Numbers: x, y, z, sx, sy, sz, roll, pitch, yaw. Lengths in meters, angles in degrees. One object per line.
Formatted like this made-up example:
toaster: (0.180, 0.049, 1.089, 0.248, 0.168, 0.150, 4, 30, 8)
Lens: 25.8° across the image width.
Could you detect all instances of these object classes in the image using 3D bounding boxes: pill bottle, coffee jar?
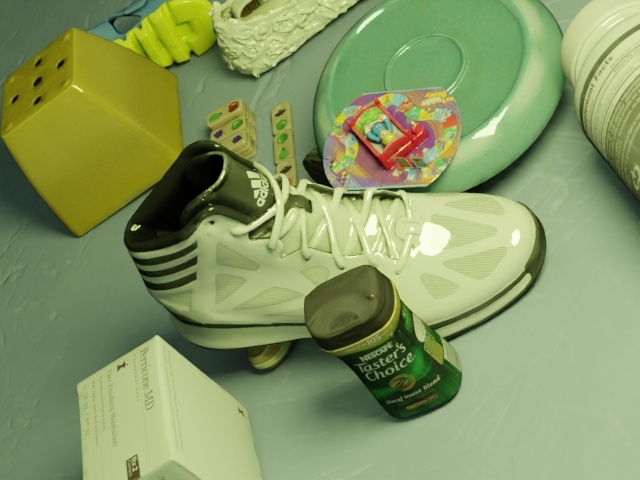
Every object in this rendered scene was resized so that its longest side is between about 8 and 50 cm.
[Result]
pill bottle: (0.362, -0.124, 1.393, 0.176, 0.176, 0.318, -36, 40, 9)
coffee jar: (0.064, 0.104, 1.433, 0.096, 0.184, 0.079, -26, 42, 21)

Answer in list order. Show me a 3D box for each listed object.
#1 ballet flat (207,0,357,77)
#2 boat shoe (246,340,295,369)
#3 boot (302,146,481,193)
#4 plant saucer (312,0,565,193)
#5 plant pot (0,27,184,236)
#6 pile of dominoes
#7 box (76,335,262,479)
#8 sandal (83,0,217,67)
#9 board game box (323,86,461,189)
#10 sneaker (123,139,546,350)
ballet flat: (0.013, -0.391, 1.961, 0.409, 0.147, 0.147, -40, 39, 3)
boat shoe: (-0.059, 0.061, 1.663, 0.068, 0.072, 0.190, -11, 49, 33)
boot: (0.111, -0.126, 1.691, 0.247, 0.083, 0.161, 3, 55, 32)
plant saucer: (0.128, -0.191, 1.631, 0.318, 0.043, 0.317, -14, 55, 21)
plant pot: (-0.340, -0.175, 2.007, 0.212, 0.187, 0.212, -33, 39, 20)
pile of dominoes: (-0.125, -0.085, 1.875, 0.196, 0.040, 0.251, -26, 42, 20)
box: (-0.160, 0.235, 1.508, 0.119, 0.182, 0.181, -32, 40, 15)
sandal: (-0.309, -0.297, 2.151, 0.317, 0.126, 0.138, -24, 37, -1)
board game box: (0.074, -0.123, 1.568, 0.169, 0.033, 0.133, -1, 61, 27)
sneaker: (0.000, 0.001, 1.473, 0.448, 0.257, 0.169, -9, 60, 17)
